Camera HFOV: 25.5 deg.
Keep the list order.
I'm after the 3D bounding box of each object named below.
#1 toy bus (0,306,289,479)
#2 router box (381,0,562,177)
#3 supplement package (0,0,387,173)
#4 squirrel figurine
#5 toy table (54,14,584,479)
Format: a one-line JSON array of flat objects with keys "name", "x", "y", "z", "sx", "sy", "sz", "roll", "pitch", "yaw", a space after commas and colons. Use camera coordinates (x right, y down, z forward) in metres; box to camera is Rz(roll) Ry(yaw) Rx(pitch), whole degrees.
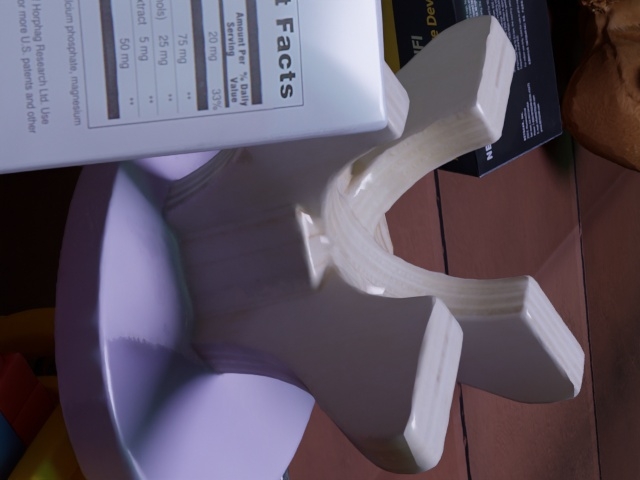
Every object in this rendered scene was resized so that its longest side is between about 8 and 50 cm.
[{"name": "toy bus", "x": -0.134, "y": 0.106, "z": 0.683, "sx": 0.211, "sy": 0.149, "sz": 0.220, "roll": 64, "pitch": 32, "yaw": -27}, {"name": "router box", "x": 0.013, "y": -0.208, "z": 0.858, "sx": 0.081, "sy": 0.243, "sz": 0.308, "roll": -27, "pitch": 117, "yaw": -34}, {"name": "supplement package", "x": -0.145, "y": -0.121, "z": 0.446, "sx": 0.263, "sy": 0.199, "sz": 0.198, "roll": -9, "pitch": 100, "yaw": -28}, {"name": "squirrel figurine", "x": 0.367, "y": -0.282, "z": 1.681, "sx": 0.397, "sy": 0.281, "sz": 0.370, "roll": 56, "pitch": 50, "yaw": -29}, {"name": "toy table", "x": 0.000, "y": 0.000, "z": 0.658, "sx": 0.252, "sy": 0.161, "sz": 0.274, "roll": 42, "pitch": 44, "yaw": -44}]
